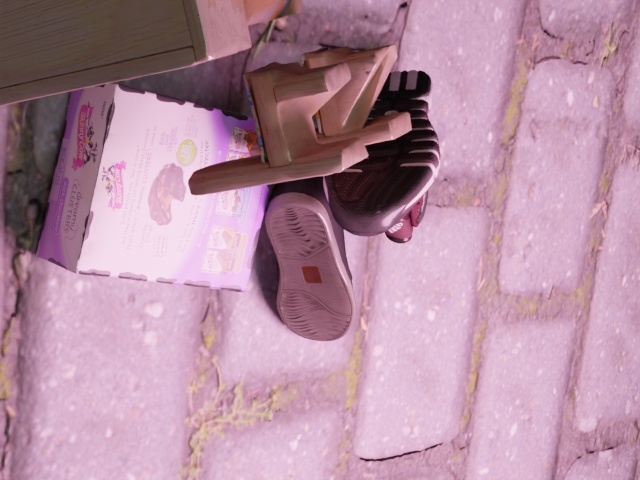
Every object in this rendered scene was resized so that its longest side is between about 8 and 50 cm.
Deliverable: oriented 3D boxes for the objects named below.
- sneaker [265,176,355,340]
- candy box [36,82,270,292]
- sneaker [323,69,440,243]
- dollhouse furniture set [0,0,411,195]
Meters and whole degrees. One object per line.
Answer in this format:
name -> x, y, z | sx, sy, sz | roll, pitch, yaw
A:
sneaker -> 0.000, 0.000, 1.231 | 0.222, 0.083, 0.118 | 83, 14, -46
candy box -> -0.142, -0.047, 1.087 | 0.196, 0.070, 0.165 | 10, 95, -45
sneaker -> 0.074, -0.045, 1.209 | 0.281, 0.106, 0.163 | -70, 159, -54
dollhouse furniture set -> -0.132, -0.210, 0.918 | 0.394, 0.256, 0.362 | -38, 118, -65
